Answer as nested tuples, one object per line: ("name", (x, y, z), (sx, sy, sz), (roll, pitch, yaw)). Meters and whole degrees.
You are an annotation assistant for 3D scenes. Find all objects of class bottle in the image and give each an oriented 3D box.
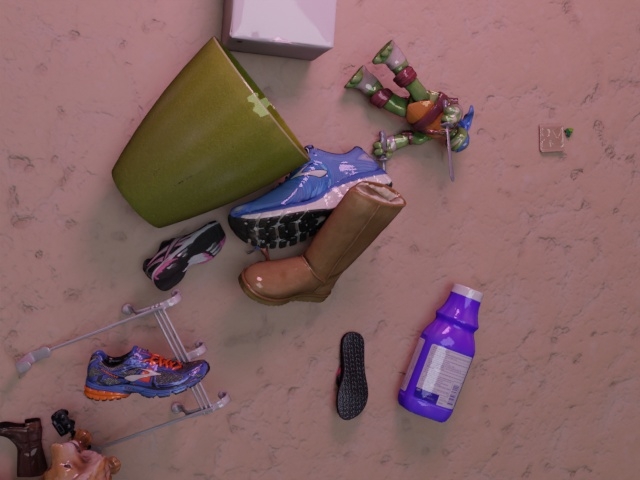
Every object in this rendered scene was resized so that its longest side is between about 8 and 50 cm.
("bottle", (0.260, 0.231, 1.615), (0.118, 0.092, 0.282), (21, 88, -17))

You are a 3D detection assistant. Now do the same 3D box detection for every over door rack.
("over door rack", (-0.361, 0.253, 1.443), (0.324, 0.108, 0.239), (-23, 100, 2))

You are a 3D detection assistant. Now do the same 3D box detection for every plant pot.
("plant pot", (-0.216, -0.163, 1.380), (0.294, 0.275, 0.274), (-37, 103, 5))

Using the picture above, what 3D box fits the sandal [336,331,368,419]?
("sandal", (0.062, 0.279, 1.595), (0.067, 0.040, 0.179), (7, 78, -22))

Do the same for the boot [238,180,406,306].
("boot", (0.000, 0.000, 1.434), (0.236, 0.089, 0.269), (1, 136, -48))

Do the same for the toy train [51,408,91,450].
("toy train", (-0.437, 0.375, 1.395), (0.036, 0.027, 0.158), (-28, 101, 6))

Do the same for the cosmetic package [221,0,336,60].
("cosmetic package", (-0.072, -0.533, 1.428), (0.197, 0.155, 0.365), (5, 94, -16))

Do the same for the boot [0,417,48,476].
("boot", (-0.562, 0.391, 1.425), (0.107, 0.037, 0.114), (-4, 100, -13))

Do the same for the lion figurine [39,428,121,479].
("lion figurine", (-0.484, 0.443, 1.280), (0.392, 0.240, 0.142), (-36, 98, 15))

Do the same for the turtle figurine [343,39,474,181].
("turtle figurine", (0.169, -0.231, 1.501), (0.266, 0.198, 0.274), (44, 79, -11))

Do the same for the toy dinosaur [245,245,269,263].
("toy dinosaur", (-0.120, 0.008, 1.501), (0.047, 0.090, 0.082), (-18, 55, -24))

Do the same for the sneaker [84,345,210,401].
("sneaker", (-0.304, 0.226, 1.348), (0.221, 0.083, 0.087), (-5, 96, -4))

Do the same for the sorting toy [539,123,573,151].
("sorting toy", (0.518, -0.225, 1.695), (0.083, 0.012, 0.062), (-4, 91, -12))

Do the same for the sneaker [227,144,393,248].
("sneaker", (-0.032, -0.093, 1.493), (0.330, 0.129, 0.147), (-21, 65, -23))

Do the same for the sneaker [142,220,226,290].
("sneaker", (-0.263, 0.014, 1.462), (0.178, 0.077, 0.072), (-37, 138, -31))
